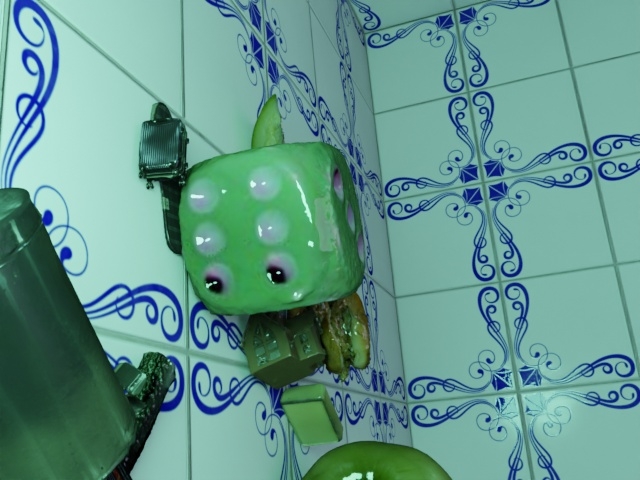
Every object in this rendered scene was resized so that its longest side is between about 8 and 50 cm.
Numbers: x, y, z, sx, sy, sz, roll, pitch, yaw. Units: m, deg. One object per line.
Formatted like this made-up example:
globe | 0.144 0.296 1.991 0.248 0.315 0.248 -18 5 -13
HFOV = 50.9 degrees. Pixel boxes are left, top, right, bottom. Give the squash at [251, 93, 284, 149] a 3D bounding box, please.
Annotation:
squash | -0.099 -0.235 1.786 0.155 0.204 0.236 3 77 -38

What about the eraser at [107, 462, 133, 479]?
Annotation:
eraser | -0.274 0.385 0.869 0.155 0.102 0.332 46 -22 63

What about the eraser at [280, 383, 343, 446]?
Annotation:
eraser | -0.020 0.445 1.713 0.058 0.117 0.172 -76 150 -54

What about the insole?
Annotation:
insole | -0.297 -0.123 1.331 0.110 0.012 0.309 28 53 -71

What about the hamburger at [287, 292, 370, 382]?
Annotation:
hamburger | 0.018 0.247 1.778 0.245 0.211 0.260 100 -18 -80

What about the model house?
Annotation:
model house | -0.097 0.194 1.591 0.181 0.176 0.248 51 17 -59

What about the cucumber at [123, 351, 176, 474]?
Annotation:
cucumber | -0.288 0.283 1.040 0.245 0.067 0.067 -76 150 -50

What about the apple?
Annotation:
apple | 0.133 0.704 1.532 0.474 0.474 0.473 -10 90 -73

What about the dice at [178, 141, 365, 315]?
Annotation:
dice | -0.090 -0.022 1.398 0.330 0.319 0.322 -1 82 -76

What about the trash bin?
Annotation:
trash bin | -0.343 0.122 0.712 0.252 0.203 0.301 -32 119 -29

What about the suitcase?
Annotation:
suitcase | -0.291 -0.164 1.249 0.059 0.086 0.126 79 7 -66
